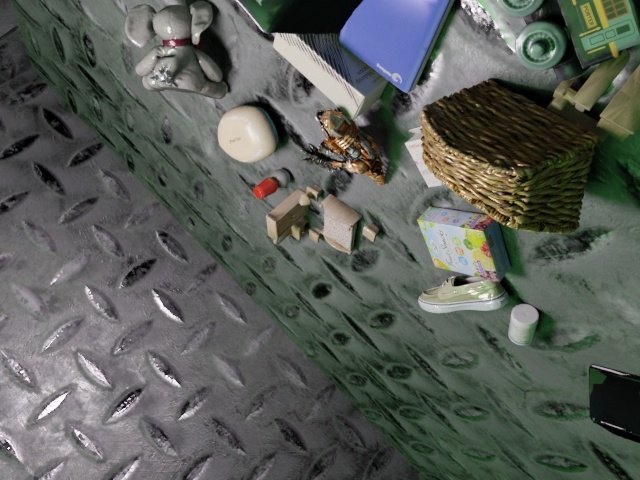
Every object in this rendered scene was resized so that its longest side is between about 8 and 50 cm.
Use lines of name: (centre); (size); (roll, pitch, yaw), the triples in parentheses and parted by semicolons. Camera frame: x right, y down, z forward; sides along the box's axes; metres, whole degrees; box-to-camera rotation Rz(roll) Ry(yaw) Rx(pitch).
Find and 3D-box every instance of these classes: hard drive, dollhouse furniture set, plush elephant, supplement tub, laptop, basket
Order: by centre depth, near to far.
dollhouse furniture set: (0.488, -0.249, 0.887); (0.144, 0.123, 0.151); (38, -172, 17)
basket: (0.328, -0.130, 0.995); (0.299, 0.214, 0.223); (52, 162, 43)
hard drive: (0.153, -0.476, 1.051); (0.210, 0.040, 0.318); (41, 153, 11)
laptop: (0.850, 0.453, 1.357); (0.264, 0.136, 0.234); (32, 166, -34)
supplement tub: (0.553, 0.231, 1.420); (0.071, 0.071, 0.107); (28, 147, 33)
plush elephant: (-0.431, -0.584, 1.571); (0.272, 0.255, 0.330); (6, -171, -2)
dollhouse furniture set: (0.000, 0.000, 1.804); (0.356, 0.174, 0.303); (36, 153, 21)

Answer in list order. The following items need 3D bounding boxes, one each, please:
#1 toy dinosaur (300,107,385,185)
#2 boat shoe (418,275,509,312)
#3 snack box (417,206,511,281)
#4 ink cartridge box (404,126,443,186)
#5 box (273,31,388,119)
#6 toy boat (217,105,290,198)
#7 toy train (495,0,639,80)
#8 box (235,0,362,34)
toy dinosaur: (0.074, -0.229, 1.363); (0.218, 0.164, 0.322); (28, 152, 44)
boat shoe: (0.404, 0.147, 1.514); (0.302, 0.109, 0.094); (-13, 102, 51)
snack box: (0.376, 0.008, 1.370); (0.207, 0.070, 0.174); (15, 141, 50)
ink cartridge box: (0.273, -0.209, 1.194); (0.092, 0.090, 0.143); (-1, 126, 56)
box: (0.024, -0.426, 1.237); (0.275, 0.113, 0.094); (42, 153, 5)
toy boat: (-0.211, -0.303, 1.755); (0.268, 0.148, 0.318); (5, 125, 47)
toy train: (0.359, -0.403, 0.758); (0.190, 0.142, 0.333); (-10, 118, 46)
box: (-0.025, -0.599, 0.624); (0.480, 0.297, 0.472); (47, 121, -2)
